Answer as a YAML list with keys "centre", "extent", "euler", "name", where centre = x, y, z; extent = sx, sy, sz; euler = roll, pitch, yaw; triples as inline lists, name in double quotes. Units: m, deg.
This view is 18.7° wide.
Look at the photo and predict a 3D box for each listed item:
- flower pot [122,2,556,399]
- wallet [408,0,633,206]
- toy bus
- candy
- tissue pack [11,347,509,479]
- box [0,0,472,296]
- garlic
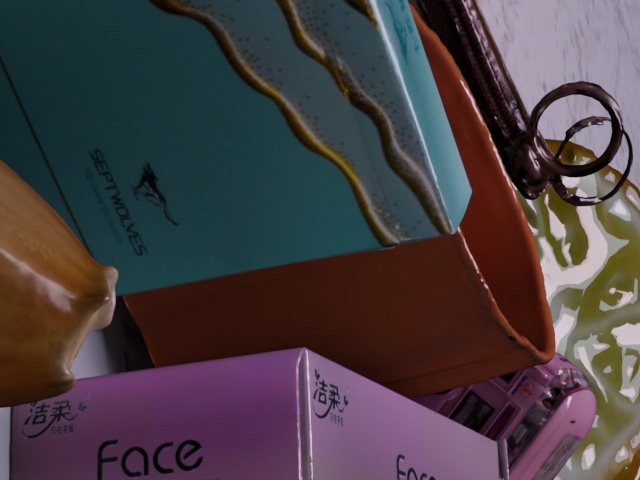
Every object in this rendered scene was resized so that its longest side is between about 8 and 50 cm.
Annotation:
- centre: [0.000, 0.000, 0.940]
  extent: [0.190, 0.173, 0.190]
  euler: [-22, 90, -77]
  name: "flower pot"
- centre: [0.026, -0.176, 1.082]
  extent: [0.335, 0.068, 0.275]
  euler: [56, -8, -25]
  name: "wallet"
- centre: [0.062, 0.136, 1.039]
  extent: [0.203, 0.090, 0.063]
  euler: [-55, 152, 4]
  name: "toy bus"
- centre: [0.116, 0.062, 1.185]
  extent: [0.260, 0.118, 0.260]
  euler: [-4, 96, -37]
  name: "candy"
- centre: [-0.016, 0.123, 0.904]
  extent: [0.246, 0.148, 0.092]
  euler: [33, 52, -61]
  name: "tissue pack"
- centre: [-0.075, -0.057, 0.728]
  extent: [0.041, 0.229, 0.162]
  euler: [-66, 139, -56]
  name: "box"
- centre: [-0.170, -0.020, 0.647]
  extent: [0.115, 0.128, 0.206]
  euler: [-44, 125, -14]
  name: "garlic"
